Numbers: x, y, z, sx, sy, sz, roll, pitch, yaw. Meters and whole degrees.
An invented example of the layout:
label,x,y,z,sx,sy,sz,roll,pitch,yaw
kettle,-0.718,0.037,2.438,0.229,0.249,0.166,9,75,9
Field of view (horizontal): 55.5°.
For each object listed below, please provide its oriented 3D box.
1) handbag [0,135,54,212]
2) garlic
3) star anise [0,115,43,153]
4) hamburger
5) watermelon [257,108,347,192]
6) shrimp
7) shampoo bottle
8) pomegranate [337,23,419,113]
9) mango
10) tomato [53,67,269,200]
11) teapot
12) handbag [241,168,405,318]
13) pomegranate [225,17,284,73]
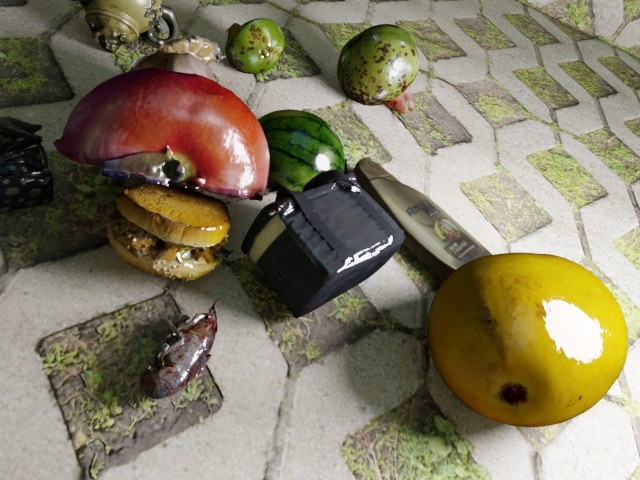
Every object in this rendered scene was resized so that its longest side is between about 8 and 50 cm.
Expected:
label,x,y,z,sx,sy,sz,roll,pitch,yaw
handbag,-0.457,-0.107,0.912,0.115,0.139,0.072,-19,71,-41
garlic,-0.221,-0.279,1.143,0.256,0.207,0.207,15,41,9
star anise,-0.543,-0.158,0.953,0.195,0.065,0.182,11,24,6
hamburger,-0.236,-0.013,0.929,0.181,0.118,0.191,23,14,20
watermelon,-0.032,-0.189,1.230,0.232,0.127,0.204,24,38,-13
shrimp,-0.189,0.148,0.861,0.073,0.075,0.190,14,46,13
shampoo bottle,0.200,-0.038,1.236,0.125,0.084,0.350,-26,64,-40
pomegranate,0.160,-0.411,1.519,0.248,0.214,0.214,45,30,-36
mango,0.367,0.148,1.041,0.445,0.232,0.300,-15,53,-46
tomato,-0.242,-0.178,0.978,0.334,0.176,0.289,9,5,-27
teapot,-0.426,-0.488,1.309,0.269,0.173,0.183,24,73,-42
handbag,0.000,0.000,1.024,0.254,0.181,0.181,-25,71,-43
pomegranate,-0.157,-0.456,1.435,0.122,0.143,0.169,47,-11,-28
